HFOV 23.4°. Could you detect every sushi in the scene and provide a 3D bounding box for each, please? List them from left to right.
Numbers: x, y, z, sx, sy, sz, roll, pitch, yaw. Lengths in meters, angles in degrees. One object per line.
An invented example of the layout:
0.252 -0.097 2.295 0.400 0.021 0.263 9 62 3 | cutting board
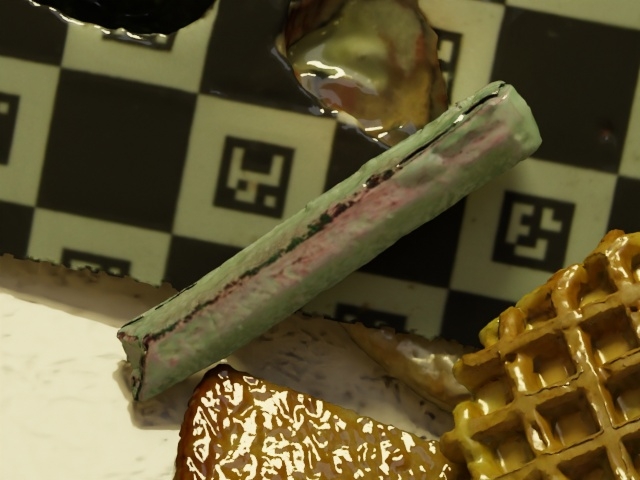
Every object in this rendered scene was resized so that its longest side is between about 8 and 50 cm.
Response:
-0.008 -0.143 0.696 0.359 0.064 0.343 11 94 2 | sushi

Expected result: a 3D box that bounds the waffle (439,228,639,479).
0.139 0.067 0.605 0.191 0.038 0.191 -11 60 19 | waffle

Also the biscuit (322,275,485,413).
0.083 -0.006 0.727 0.188 0.040 0.265 -38 72 -26 | biscuit

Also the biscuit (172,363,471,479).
0.028 0.130 0.629 0.206 0.025 0.126 21 53 5 | biscuit

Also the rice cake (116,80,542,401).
0.000 0.001 0.654 0.208 0.033 0.033 -34 18 6 | rice cake
